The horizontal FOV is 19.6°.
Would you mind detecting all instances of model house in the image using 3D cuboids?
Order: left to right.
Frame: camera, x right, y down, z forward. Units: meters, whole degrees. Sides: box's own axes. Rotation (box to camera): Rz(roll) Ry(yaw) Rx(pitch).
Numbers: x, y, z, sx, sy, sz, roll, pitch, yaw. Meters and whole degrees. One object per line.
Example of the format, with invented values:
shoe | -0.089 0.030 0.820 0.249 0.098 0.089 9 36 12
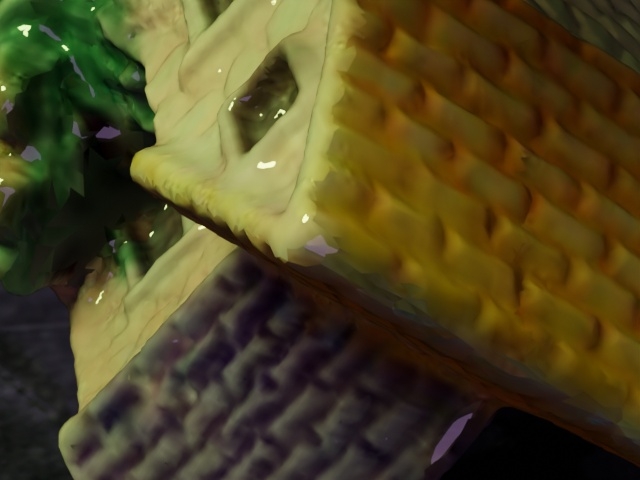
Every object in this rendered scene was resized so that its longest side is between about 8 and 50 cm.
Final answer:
model house | 0.000 0.000 0.604 0.202 0.237 0.237 34 114 -33
